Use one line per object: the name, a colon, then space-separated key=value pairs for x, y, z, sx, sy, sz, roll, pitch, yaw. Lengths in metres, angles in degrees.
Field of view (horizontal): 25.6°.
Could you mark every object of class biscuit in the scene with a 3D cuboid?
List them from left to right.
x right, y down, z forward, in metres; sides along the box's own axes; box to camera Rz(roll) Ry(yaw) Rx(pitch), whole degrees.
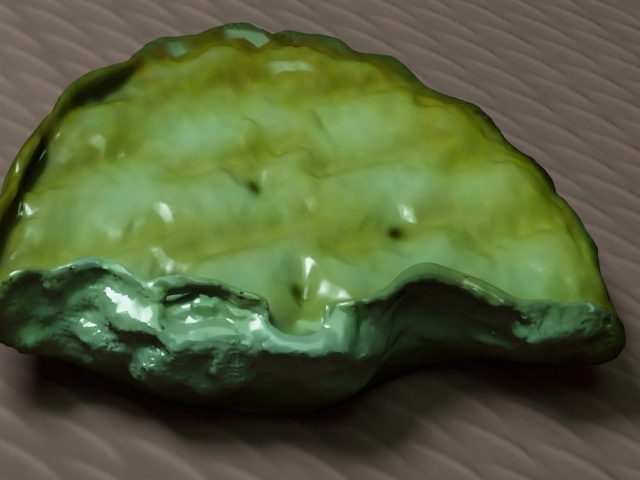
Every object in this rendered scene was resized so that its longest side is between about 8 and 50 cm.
biscuit: x=0.000 y=0.000 z=0.761 sx=0.335 sy=0.078 sz=0.329 roll=27 pitch=44 yaw=16
